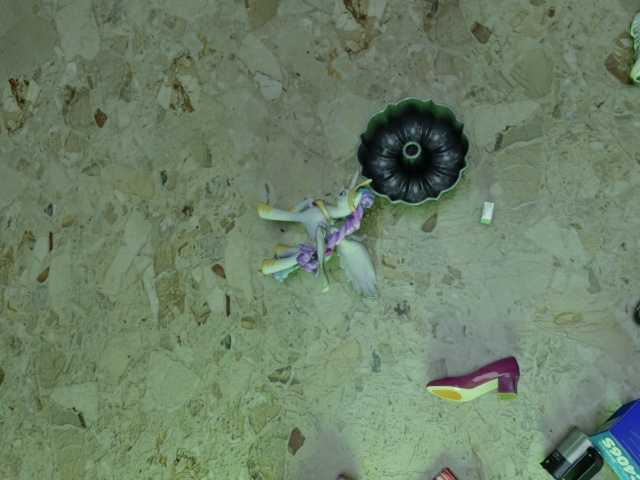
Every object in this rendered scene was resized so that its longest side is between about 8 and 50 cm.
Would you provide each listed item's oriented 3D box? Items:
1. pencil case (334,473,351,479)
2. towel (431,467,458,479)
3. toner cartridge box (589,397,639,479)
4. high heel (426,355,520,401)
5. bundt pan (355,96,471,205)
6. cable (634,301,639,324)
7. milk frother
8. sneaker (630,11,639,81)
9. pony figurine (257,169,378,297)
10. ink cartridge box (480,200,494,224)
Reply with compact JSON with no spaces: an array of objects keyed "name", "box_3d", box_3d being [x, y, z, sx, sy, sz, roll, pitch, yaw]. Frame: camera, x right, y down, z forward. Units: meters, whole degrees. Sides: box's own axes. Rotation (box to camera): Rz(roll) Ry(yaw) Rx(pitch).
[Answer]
[{"name":"pencil case","box_3d":[0.021,0.755,1.470,0.104,0.104,0.236,34,87,18]},{"name":"towel","box_3d":[0.284,0.753,1.402,0.275,0.031,0.199,-42,50,3]},{"name":"toner cartridge box","box_3d":[0.812,0.565,1.273,0.165,0.075,0.348,-23,68,-30]},{"name":"high heel","box_3d":[0.412,0.368,1.478,0.244,0.082,0.117,-9,44,26]},{"name":"bundt pan","box_3d":[0.272,-0.247,1.603,0.331,0.124,0.330,-3,78,13]},{"name":"cable","box_3d":[0.902,0.089,1.396,0.139,0.072,0.287,9,88,44]},{"name":"milk frother","box_3d":[0.654,0.570,1.358,0.135,0.129,0.143,-46,115,2]},{"name":"sneaker","box_3d":[0.922,-0.570,1.523,0.118,0.110,0.292,25,77,25]},{"name":"pony figurine","box_3d":[0.000,0.000,1.565,0.363,0.303,0.351,-14,72,29]},{"name":"ink cartridge box","box_3d":[0.471,-0.078,1.537,0.028,0.083,0.048,10,81,16]}]
